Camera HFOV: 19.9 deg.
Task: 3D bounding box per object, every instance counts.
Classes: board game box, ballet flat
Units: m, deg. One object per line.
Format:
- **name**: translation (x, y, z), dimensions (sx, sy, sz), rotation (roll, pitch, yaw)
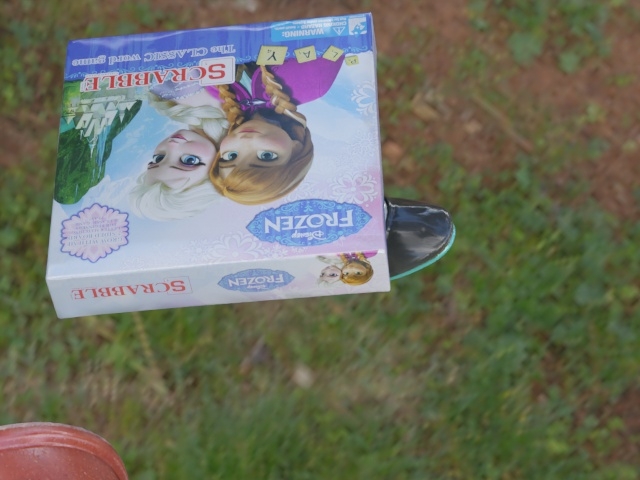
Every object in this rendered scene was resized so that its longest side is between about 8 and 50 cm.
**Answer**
- **board game box**: translation (-0.097, -0.079, 1.778), dimensions (0.318, 0.066, 0.318), rotation (-6, 51, 3)
- **ballet flat**: translation (0.000, 0.000, 1.854), dimensions (0.096, 0.280, 0.095), rotation (40, 51, -39)

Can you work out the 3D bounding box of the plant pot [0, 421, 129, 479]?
- **plant pot**: translation (-0.158, 0.292, 1.021), dimensions (0.272, 0.272, 0.265), rotation (-17, 51, -34)
